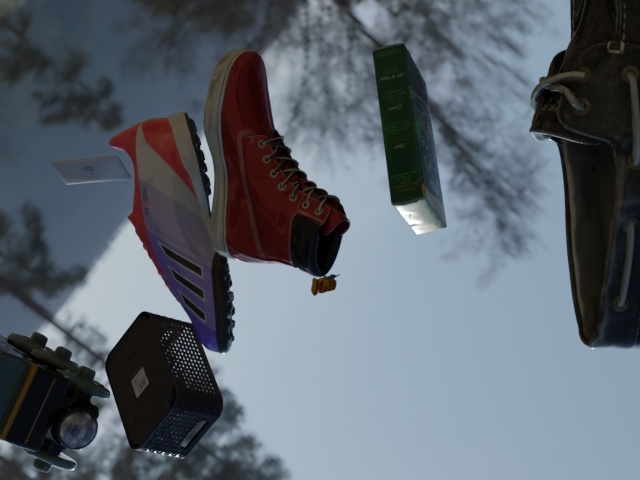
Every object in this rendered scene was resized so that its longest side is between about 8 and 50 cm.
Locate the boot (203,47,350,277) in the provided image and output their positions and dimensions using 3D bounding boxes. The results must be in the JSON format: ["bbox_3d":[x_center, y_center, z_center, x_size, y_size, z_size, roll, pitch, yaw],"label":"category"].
[{"bbox_3d":[-0.038,-0.086,1.651,0.176,0.244,0.088,11,-160,39],"label":"boot"}]

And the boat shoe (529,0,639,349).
[{"bbox_3d":[0.200,-0.084,0.998,0.119,0.335,0.121,-11,-176,-11],"label":"boat shoe"}]

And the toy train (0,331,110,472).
[{"bbox_3d":[-0.399,0.179,1.894,0.334,0.190,0.142,20,-97,58],"label":"toy train"}]

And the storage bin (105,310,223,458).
[{"bbox_3d":[-0.223,0.203,2.115,0.122,0.084,0.180,-51,-138,25],"label":"storage bin"}]

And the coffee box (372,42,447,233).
[{"bbox_3d":[0.098,-0.109,1.645,0.040,0.113,0.184,-11,-111,14],"label":"coffee box"}]

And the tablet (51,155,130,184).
[{"bbox_3d":[-0.273,-0.083,1.793,0.054,0.083,0.006,66,22,-60],"label":"tablet"}]

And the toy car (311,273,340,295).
[{"bbox_3d":[0.000,0.000,1.800,0.060,0.041,0.122,26,-61,61],"label":"toy car"}]

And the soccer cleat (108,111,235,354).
[{"bbox_3d":[-0.186,-0.002,1.946,0.116,0.318,0.108,-13,180,-2],"label":"soccer cleat"}]
